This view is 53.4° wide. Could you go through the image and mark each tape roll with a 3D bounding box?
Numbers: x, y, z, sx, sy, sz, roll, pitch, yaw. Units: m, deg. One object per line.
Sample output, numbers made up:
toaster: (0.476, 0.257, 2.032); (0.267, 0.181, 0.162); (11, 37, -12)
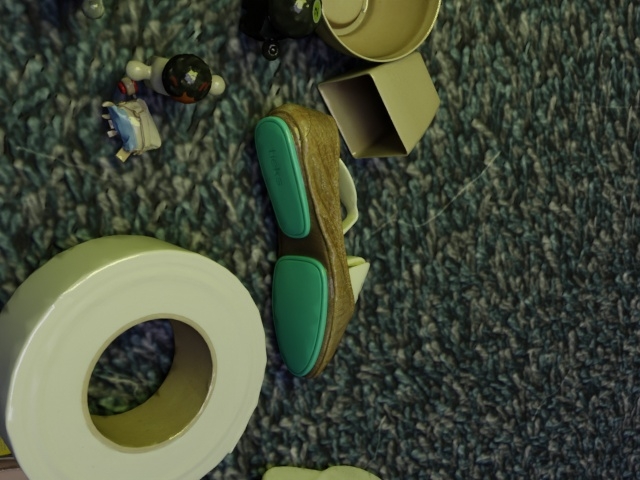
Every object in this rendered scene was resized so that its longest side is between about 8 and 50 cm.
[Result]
tape roll: (-0.200, 0.140, 0.690); (0.286, 0.100, 0.286); (-10, 106, -39)

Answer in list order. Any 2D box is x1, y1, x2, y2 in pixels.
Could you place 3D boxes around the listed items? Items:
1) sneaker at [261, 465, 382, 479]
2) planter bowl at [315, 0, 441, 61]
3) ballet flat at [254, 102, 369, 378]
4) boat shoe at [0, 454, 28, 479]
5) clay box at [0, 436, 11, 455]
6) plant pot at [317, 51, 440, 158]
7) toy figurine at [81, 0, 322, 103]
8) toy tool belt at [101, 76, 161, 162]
sneaker: (0.006, 0.376, 0.896); (0.212, 0.080, 0.094); (14, 108, -19)
planter bowl: (0.042, -0.288, 0.732); (0.162, 0.109, 0.162); (-8, 106, -27)
ballet flat: (0.000, 0.000, 0.795); (0.124, 0.116, 0.342); (-17, 105, -40)
boat shoe: (-0.396, 0.287, 0.698); (0.170, 0.059, 0.063); (-12, 106, -21)
clay box: (-0.376, 0.170, 0.684); (0.222, 0.053, 0.127); (-4, 103, -23)
plant pot: (0.082, -0.174, 0.786); (0.096, 0.109, 0.109); (-40, 115, -25)
toy figurine: (-0.128, -0.254, 0.639); (0.209, 0.148, 0.213); (-38, 118, -12)
toy tool belt: (-0.212, -0.131, 0.690); (0.051, 0.052, 0.083); (-28, 111, -25)
